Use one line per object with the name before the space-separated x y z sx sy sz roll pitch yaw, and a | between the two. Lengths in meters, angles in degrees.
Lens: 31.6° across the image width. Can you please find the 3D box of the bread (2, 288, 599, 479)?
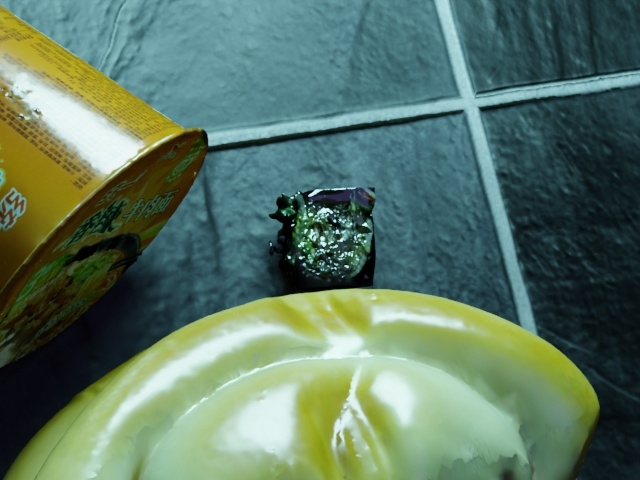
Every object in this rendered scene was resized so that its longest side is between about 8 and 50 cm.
bread | -0.013 0.204 0.801 0.424 0.245 0.329 -11 81 -24

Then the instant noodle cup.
instant noodle cup | -0.223 -0.049 0.816 0.182 0.230 0.230 42 68 4

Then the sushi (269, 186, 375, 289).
sushi | 0.000 0.000 0.958 0.085 0.056 0.083 -3 86 -20
